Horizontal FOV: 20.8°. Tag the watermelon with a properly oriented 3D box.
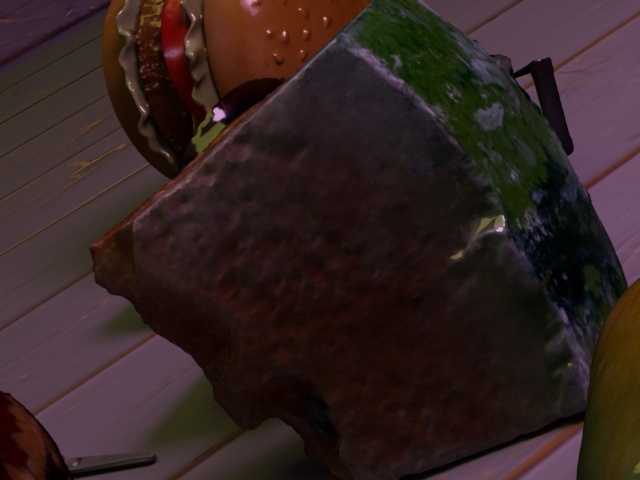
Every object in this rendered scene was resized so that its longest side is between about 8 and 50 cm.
[{"bbox_3d":[0.044,0.011,1.061,0.302,0.264,0.151,-38,5,-5],"label":"watermelon"}]

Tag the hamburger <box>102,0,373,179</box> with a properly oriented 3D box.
[{"bbox_3d":[-0.050,-0.176,1.642,0.212,0.274,0.274,-10,23,41],"label":"hamburger"}]

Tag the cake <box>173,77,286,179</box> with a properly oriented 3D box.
[{"bbox_3d":[0.000,0.000,1.236,0.178,0.208,0.185,20,-3,22],"label":"cake"}]

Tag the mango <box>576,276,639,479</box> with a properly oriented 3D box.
[{"bbox_3d":[0.202,0.074,0.878,0.137,0.091,0.237,-24,23,26],"label":"mango"}]

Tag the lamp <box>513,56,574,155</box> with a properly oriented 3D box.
[{"bbox_3d":[0.090,-0.075,1.423,0.227,0.147,0.172,-14,-4,9],"label":"lamp"}]

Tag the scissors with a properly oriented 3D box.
[{"bbox_3d":[-0.190,0.167,1.285,0.189,0.015,0.100,-10,25,36],"label":"scissors"}]

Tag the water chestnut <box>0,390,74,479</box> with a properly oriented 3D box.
[{"bbox_3d":[-0.239,0.173,0.987,0.223,0.238,0.224,-16,28,9],"label":"water chestnut"}]
